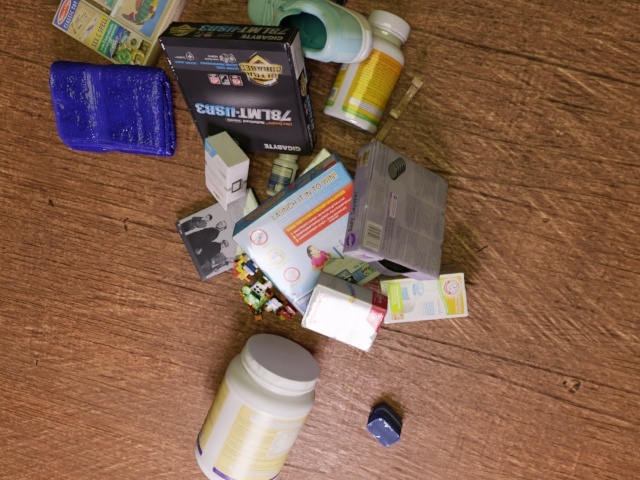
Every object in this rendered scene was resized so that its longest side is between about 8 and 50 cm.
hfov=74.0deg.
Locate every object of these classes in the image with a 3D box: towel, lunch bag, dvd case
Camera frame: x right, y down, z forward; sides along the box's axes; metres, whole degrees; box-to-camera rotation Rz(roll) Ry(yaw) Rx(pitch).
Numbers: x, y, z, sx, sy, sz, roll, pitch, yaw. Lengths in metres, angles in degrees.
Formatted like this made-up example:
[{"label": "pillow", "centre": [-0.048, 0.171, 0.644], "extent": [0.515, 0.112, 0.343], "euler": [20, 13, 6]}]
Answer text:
[{"label": "towel", "centre": [-0.532, -0.330, 1.085], "extent": [0.308, 0.076, 0.228], "euler": [6, 117, 7]}, {"label": "lunch bag", "centre": [0.173, 0.499, 1.161], "extent": [0.067, 0.065, 0.098], "euler": [-40, 94, 27]}, {"label": "dvd case", "centre": [-0.253, -0.015, 1.150], "extent": [0.238, 0.029, 0.179], "euler": [-23, 95, 9]}]

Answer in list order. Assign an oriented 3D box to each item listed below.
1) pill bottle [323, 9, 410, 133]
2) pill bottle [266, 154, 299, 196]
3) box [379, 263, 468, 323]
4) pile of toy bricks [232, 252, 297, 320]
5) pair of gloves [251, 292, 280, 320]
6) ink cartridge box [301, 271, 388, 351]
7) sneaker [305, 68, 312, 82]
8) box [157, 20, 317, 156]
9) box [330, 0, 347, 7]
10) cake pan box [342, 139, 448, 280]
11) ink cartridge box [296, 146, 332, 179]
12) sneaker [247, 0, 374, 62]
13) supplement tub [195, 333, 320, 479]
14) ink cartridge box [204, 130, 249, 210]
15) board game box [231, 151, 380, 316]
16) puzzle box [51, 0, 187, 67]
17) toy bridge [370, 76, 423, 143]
[{"label": "pill bottle", "centre": [0.113, -0.388, 0.989], "extent": [0.136, 0.136, 0.246], "euler": [23, 101, 3]}, {"label": "pill bottle", "centre": [-0.093, -0.170, 1.085], "extent": [0.067, 0.067, 0.120], "euler": [16, 101, 4]}, {"label": "box", "centre": [0.255, 0.132, 1.071], "extent": [0.203, 0.103, 0.114], "euler": [-6, 99, 8]}, {"label": "pile of toy bricks", "centre": [-0.158, 0.141, 1.118], "extent": [0.212, 0.118, 0.105], "euler": [43, 110, -12]}, {"label": "pair of gloves", "centre": [-0.155, 0.180, 1.177], "extent": [0.083, 0.010, 0.074], "euler": [-17, 91, 11]}, {"label": "ink cartridge box", "centre": [0.058, 0.169, 1.017], "extent": [0.175, 0.072, 0.128], "euler": [21, 114, 2]}, {"label": "sneaker", "centre": [-0.179, -0.387, 1.056], "extent": [0.318, 0.112, 0.131], "euler": [10, 117, 8]}, {"label": "box", "centre": [-0.170, -0.329, 0.957], "extent": [0.295, 0.073, 0.293], "euler": [10, 145, 14]}, {"label": "box", "centre": [-0.025, -0.612, 0.922], "extent": [0.183, 0.233, 0.059], "euler": [27, 89, 2]}, {"label": "cake pan box", "centre": [0.178, -0.055, 0.958], "extent": [0.245, 0.070, 0.267], "euler": [18, 72, -30]}, {"label": "ink cartridge box", "centre": [-0.008, -0.169, 1.063], "extent": [0.052, 0.088, 0.122], "euler": [41, 102, -1]}, {"label": "sneaker", "centre": [-0.062, -0.486, 0.924], "extent": [0.365, 0.150, 0.135], "euler": [32, 124, 31]}, {"label": "supplement tub", "centre": [-0.159, 0.438, 1.103], "extent": [0.241, 0.241, 0.332], "euler": [26, 101, 3]}, {"label": "ink cartridge box", "centre": [-0.237, -0.169, 1.065], "extent": [0.060, 0.180, 0.104], "euler": [-32, 72, -28]}, {"label": "board game box", "centre": [0.000, 0.000, 1.040], "extent": [0.308, 0.086, 0.302], "euler": [-33, 114, 11]}, {"label": "puzzle box", "centre": [-0.469, -0.654, 1.064], "extent": [0.272, 0.052, 0.409], "euler": [32, 102, 2]}, {"label": "toy bridge", "centre": [0.180, -0.303, 1.031], "extent": [0.026, 0.063, 0.188], "euler": [35, 103, 1]}]
